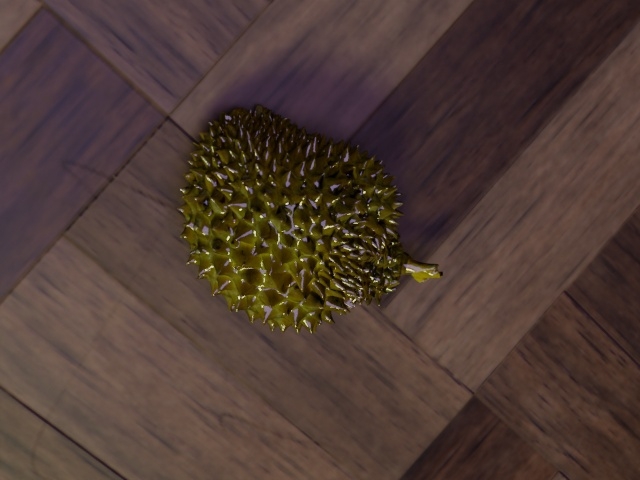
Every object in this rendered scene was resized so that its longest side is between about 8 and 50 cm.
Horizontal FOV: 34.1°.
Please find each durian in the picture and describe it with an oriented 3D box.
[{"bbox_3d":[0.000,0.000,0.733,0.208,0.102,0.147,23,89,-23],"label":"durian"}]
